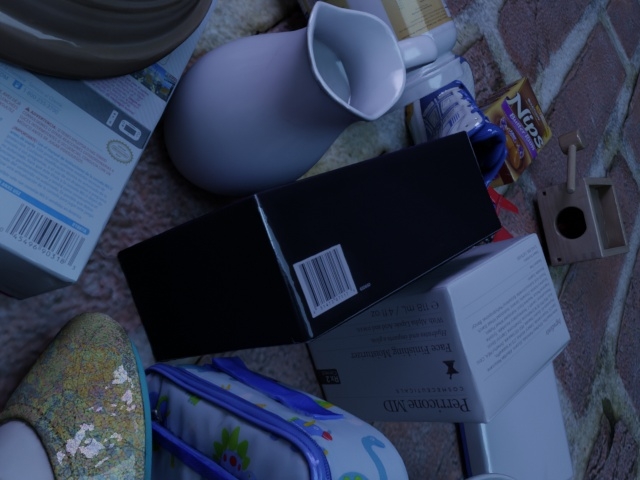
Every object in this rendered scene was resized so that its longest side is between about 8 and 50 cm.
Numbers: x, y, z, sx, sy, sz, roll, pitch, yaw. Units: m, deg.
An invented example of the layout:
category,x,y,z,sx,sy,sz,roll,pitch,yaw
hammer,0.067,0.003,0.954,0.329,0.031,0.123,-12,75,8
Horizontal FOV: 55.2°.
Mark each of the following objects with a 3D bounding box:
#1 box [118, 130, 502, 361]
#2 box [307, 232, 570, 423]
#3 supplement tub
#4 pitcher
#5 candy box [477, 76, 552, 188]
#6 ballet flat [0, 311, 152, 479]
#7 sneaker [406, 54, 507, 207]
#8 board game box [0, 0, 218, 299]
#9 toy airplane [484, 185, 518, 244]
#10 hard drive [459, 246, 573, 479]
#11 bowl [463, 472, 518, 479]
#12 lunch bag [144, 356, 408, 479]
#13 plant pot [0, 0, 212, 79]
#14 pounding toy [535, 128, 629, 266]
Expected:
category,x,y,z,sx,sy,sz,roll,pitch,yaw
box,0.000,0.000,0.511,0.261,0.184,0.103,-23,92,-46
box,0.112,0.085,0.597,0.181,0.181,0.119,-21,93,-46
supplement tub,0.061,-0.246,0.668,0.144,0.144,0.200,-38,106,-44
pitcher,-0.019,-0.115,0.507,0.177,0.207,0.126,-22,94,-46
candy box,0.285,-0.167,0.933,0.186,0.053,0.109,-42,108,-44
ballet flat,-0.163,0.211,0.332,0.123,0.123,0.349,11,74,-42
sneaker,0.178,-0.126,0.761,0.111,0.131,0.297,33,56,-32
board game box,-0.212,-0.147,0.406,0.224,0.097,0.304,38,56,-32
toy airplane,0.238,-0.030,0.836,0.151,0.028,0.151,25,37,-20
hard drive,0.243,0.168,0.804,0.210,0.040,0.319,1,78,-45
bowl,0.105,0.361,0.548,0.297,0.134,0.298,15,67,-42
lunch bag,-0.053,0.171,0.376,0.090,0.219,0.176,13,87,-40
plant pot,-0.141,-0.226,0.353,0.237,0.109,0.238,15,68,-41
pounding toy,0.398,-0.067,0.985,0.181,0.094,0.206,-5,82,-46
